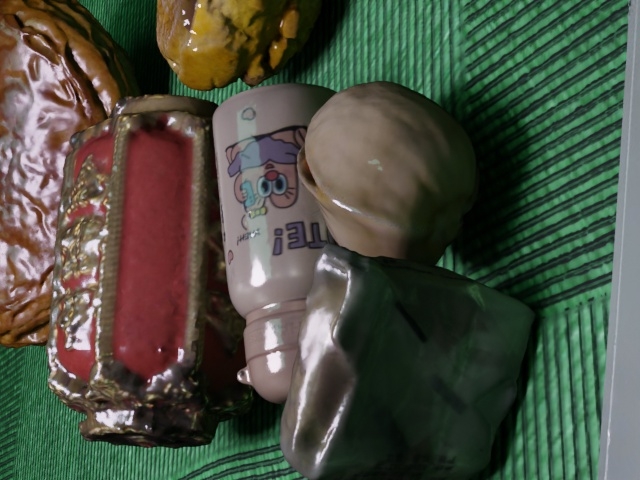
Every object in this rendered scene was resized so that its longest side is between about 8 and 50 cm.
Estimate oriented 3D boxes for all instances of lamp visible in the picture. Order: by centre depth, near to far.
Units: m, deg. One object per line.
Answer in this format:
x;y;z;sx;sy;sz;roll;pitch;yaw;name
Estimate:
-0.121;0.024;1.008;0.177;0.177;0.273;-30;54;57;lamp

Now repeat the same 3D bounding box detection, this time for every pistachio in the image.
0.039;-0.040;0.788;0.149;0.113;0.113;47;122;54;pistachio

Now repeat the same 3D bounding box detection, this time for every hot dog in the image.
-0.289;-0.072;1.393;0.267;0.174;0.387;-150;63;-65;hot dog

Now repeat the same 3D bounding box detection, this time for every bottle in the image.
-0.010;0.005;0.877;0.110;0.097;0.209;-13;73;19;bottle

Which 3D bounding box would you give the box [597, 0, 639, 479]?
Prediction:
0.180;0.018;0.461;0.086;0.130;0.225;-12;69;61;box

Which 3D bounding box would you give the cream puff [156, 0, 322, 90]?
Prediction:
-0.059;-0.211;1.026;0.189;0.130;0.189;-177;90;-70;cream puff

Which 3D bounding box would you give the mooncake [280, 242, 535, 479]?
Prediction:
0.040;0.074;0.724;0.073;0.125;0.129;23;97;68;mooncake
